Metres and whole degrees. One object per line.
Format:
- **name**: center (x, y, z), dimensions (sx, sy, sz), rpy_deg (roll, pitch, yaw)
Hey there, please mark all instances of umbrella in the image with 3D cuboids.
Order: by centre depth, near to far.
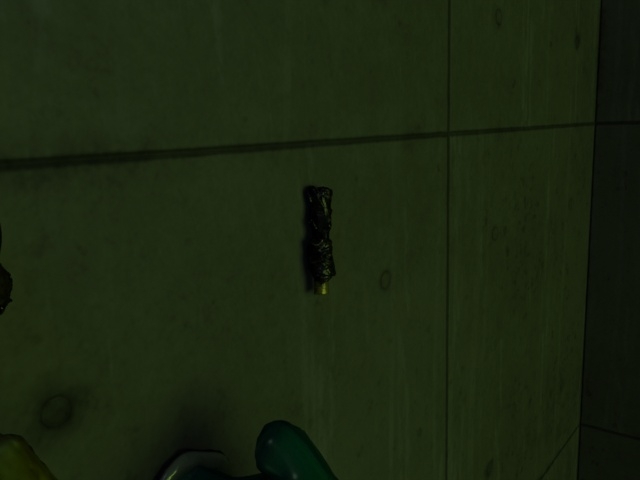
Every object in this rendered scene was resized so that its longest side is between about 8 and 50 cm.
- **umbrella**: center (0.000, 0.000, 0.794), dimensions (0.040, 0.037, 0.143), rpy_deg (-14, 103, -65)

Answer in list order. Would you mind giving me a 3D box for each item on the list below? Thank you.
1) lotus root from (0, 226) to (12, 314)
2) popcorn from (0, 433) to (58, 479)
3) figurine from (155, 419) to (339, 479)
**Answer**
- **lotus root**: center (-0.271, -0.020, 0.372), dimensions (0.209, 0.120, 0.120), rpy_deg (52, 55, -40)
- **popcorn**: center (-0.251, 0.197, 0.372), dimensions (0.221, 0.204, 0.183), rpy_deg (50, 55, -26)
- **figurine**: center (-0.020, 0.341, 0.570), dimensions (0.231, 0.340, 0.323), rpy_deg (6, 92, -53)
